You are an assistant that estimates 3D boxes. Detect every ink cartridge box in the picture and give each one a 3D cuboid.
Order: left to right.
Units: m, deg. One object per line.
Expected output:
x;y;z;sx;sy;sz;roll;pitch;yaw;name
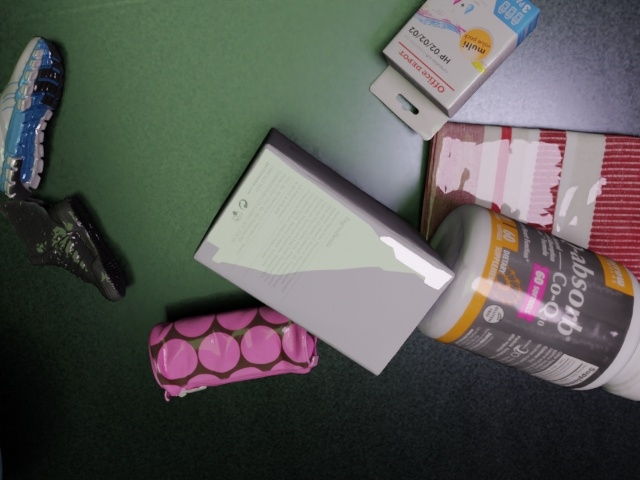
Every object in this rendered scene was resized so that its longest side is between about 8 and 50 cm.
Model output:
0.146;-0.216;0.757;0.104;0.061;0.181;44;99;9;ink cartridge box

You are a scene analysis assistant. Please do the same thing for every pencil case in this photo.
-0.104;0.137;0.835;0.209;0.095;0.098;-11;69;3;pencil case

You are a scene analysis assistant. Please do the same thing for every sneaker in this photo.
-0.362;-0.148;0.769;0.082;0.071;0.191;20;97;8;sneaker
-0.318;0.013;0.819;0.089;0.051;0.170;-26;99;4;sneaker

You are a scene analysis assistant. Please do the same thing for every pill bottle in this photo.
0.259;0.076;0.758;0.278;0.162;0.162;20;102;-7;pill bottle

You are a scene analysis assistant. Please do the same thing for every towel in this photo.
0.290;-0.021;0.839;0.328;0.037;0.237;4;103;-4;towel

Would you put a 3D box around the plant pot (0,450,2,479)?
-0.513;0.277;0.799;0.290;0.195;0.290;0;103;-2;plant pot

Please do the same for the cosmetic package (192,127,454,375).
0.000;0.000;0.735;0.224;0.224;0.138;33;100;-9;cosmetic package
